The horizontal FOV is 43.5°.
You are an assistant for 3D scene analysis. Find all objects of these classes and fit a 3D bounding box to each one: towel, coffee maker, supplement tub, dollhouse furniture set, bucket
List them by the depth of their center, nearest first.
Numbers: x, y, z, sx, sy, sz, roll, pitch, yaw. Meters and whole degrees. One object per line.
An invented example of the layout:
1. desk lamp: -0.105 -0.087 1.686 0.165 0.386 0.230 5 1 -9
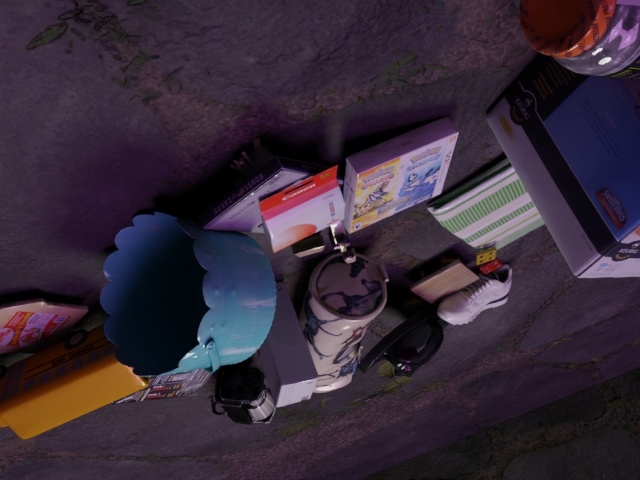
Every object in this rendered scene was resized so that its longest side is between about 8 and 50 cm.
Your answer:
1. supplement tub: 0.453 -0.328 1.150 0.316 0.193 0.193 -3 146 -31
2. bucket: -0.222 0.095 1.361 0.281 0.281 0.183 -40 151 30
3. dollhouse furniture set: 0.000 0.000 1.537 0.114 0.091 0.081 -16 135 -2
4. towel: 0.390 -0.075 1.694 0.248 0.038 0.325 -32 151 22
5. coffee maker: -0.207 0.393 2.006 0.171 0.120 0.178 -19 150 -1

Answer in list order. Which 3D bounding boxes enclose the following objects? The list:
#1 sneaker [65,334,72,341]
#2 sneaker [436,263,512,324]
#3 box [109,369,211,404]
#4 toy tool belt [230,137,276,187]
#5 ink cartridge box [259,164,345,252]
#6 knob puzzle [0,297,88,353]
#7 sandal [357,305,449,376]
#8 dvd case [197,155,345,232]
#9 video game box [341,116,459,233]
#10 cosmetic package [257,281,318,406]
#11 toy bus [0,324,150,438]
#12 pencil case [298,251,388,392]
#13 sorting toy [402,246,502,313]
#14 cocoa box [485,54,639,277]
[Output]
1. sneaker: -0.500 0.250 1.633 0.051 0.070 0.134 -5 148 -30
2. sneaker: 0.375 0.126 1.953 0.235 0.090 0.095 -24 142 -34
3. box: -0.336 0.247 1.725 0.242 0.076 0.307 -1 145 -31
4. toy tool belt: -0.115 -0.125 1.286 0.083 0.052 0.051 -33 104 22
5. ink cartridge box: -0.026 -0.050 1.358 0.145 0.045 0.179 -26 167 -8
6. knob puzzle: -0.556 0.151 1.472 0.213 0.030 0.213 -16 151 -9
7. sandal: 0.237 0.245 1.915 0.167 0.107 0.446 -50 161 24
8. dvd case: -0.070 -0.070 1.356 0.179 0.029 0.239 -35 162 24
9. video game box: 0.136 -0.114 1.423 0.205 0.048 0.187 -24 150 -16
10. cosmetic package: -0.085 0.215 1.671 0.085 0.231 0.117 -11 148 -17
11. toy bus: -0.492 0.271 1.518 0.333 0.130 0.108 -24 125 6
12. pencil case: 0.038 0.187 1.779 0.183 0.160 0.410 -23 154 -23
13. sorting toy: 0.292 0.080 1.873 0.274 0.046 0.132 -31 149 19
14. cocoa box: 0.484 -0.141 1.321 0.231 0.347 0.228 2 143 -35
